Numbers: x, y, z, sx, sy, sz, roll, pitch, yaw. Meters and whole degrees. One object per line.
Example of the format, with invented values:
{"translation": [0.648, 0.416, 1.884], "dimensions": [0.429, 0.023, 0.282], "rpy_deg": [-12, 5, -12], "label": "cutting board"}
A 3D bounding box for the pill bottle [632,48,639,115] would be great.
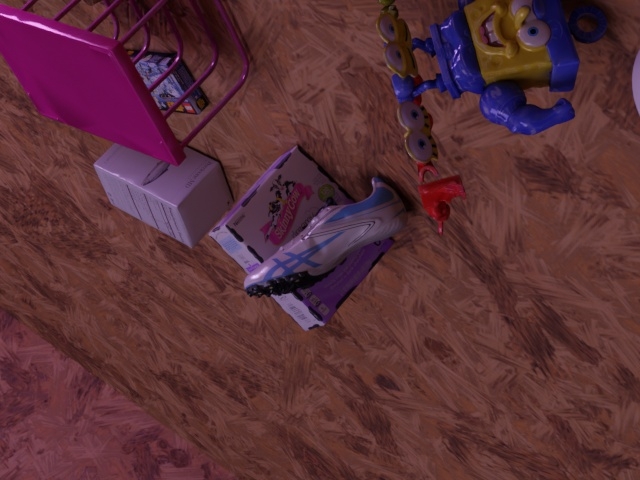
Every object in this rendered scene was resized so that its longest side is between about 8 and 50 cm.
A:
{"translation": [0.383, -0.174, 1.196], "dimensions": [0.188, 0.188, 0.334], "rpy_deg": [42, 156, -2], "label": "pill bottle"}

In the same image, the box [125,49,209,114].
{"translation": [-0.229, -0.227, 2.206], "dimensions": [0.137, 0.027, 0.094], "rpy_deg": [12, 142, 48], "label": "box"}

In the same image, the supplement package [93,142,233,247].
{"translation": [-0.240, -0.087, 2.366], "dimensions": [0.179, 0.105, 0.105], "rpy_deg": [26, 152, 29], "label": "supplement package"}

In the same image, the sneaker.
{"translation": [0.000, 0.000, 2.027], "dimensions": [0.086, 0.237, 0.085], "rpy_deg": [60, 179, 15], "label": "sneaker"}

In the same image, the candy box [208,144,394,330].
{"translation": [-0.026, -0.003, 2.117], "dimensions": [0.196, 0.165, 0.070], "rpy_deg": [45, 156, -9], "label": "candy box"}

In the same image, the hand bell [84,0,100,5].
{"translation": [-0.173, -0.338, 1.672], "dimensions": [0.126, 0.242, 0.126], "rpy_deg": [33, 154, 18], "label": "hand bell"}

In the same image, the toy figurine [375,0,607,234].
{"translation": [0.173, -0.205, 1.538], "dimensions": [0.191, 0.217, 0.362], "rpy_deg": [61, -164, -65], "label": "toy figurine"}

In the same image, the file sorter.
{"translation": [-0.265, -0.261, 2.013], "dimensions": [0.291, 0.182, 0.202], "rpy_deg": [21, 150, 39], "label": "file sorter"}
